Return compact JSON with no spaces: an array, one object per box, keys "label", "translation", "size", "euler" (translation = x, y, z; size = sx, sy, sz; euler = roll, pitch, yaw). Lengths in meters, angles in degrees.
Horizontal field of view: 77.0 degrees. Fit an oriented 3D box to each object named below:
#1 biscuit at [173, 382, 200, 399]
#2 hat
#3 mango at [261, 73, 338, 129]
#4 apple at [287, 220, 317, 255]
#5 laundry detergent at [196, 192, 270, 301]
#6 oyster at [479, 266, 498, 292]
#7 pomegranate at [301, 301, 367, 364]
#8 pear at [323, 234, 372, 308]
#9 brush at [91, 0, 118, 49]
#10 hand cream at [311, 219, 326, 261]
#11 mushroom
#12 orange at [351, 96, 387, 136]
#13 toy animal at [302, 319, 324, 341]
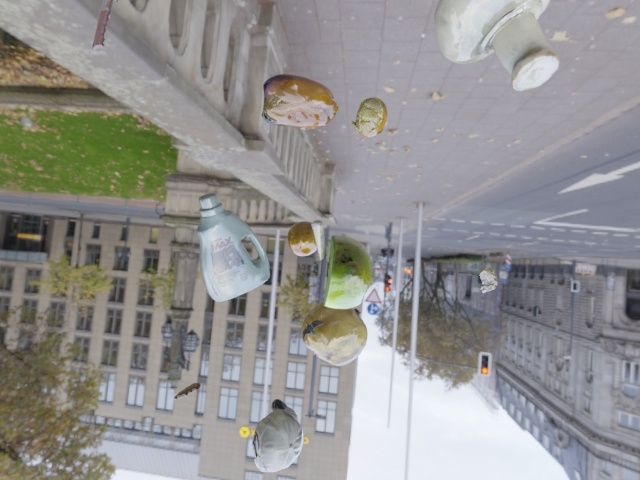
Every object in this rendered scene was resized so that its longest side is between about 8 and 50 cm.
[{"label":"biscuit","translation":[-0.542,0.614,1.659],"size":[0.119,0.019,0.130],"euler":[-24,177,1]},{"label":"hat","translation":[-0.133,0.718,1.464],"size":[0.161,0.232,0.275],"euler":[8,170,17]},{"label":"mango","translation":[-0.077,-0.515,1.500],"size":[0.287,0.153,0.201],"euler":[9,159,-9]},{"label":"apple","translation":[-0.080,-0.012,2.030],"size":[0.155,0.182,0.182],"euler":[-12,174,8]},{"label":"laundry detergent","translation":[-0.352,0.011,1.527],"size":[0.264,0.398,0.124],"euler":[-21,-156,-19]},{"label":"oyster","translation":[0.514,0.127,1.240],"size":[0.083,0.081,0.038],"euler":[24,-157,-34]},{"label":"pomegranate","translation":[0.071,0.451,2.009],"size":[0.332,0.333,0.332],"euler":[5,177,0]},{"label":"pear","translation":[0.105,0.108,1.437],"size":[0.159,0.292,0.292],"euler":[7,177,0]},{"label":"brush","translation":[-0.477,-0.552,0.905],"size":[0.084,0.301,0.071],"euler":[-10,157,30]},{"label":"hand cream","translation":[0.000,0.000,1.393],"size":[0.039,0.143,0.061],"euler":[-6,-160,19]},{"label":"mushroom","translation":[0.412,-0.551,0.964],"size":[0.315,0.356,0.315],"euler":[16,152,9]},{"label":"orange","translation":[0.197,-0.495,1.621],"size":[0.134,0.157,0.156],"euler":[14,-178,32]},{"label":"toy animal","translation":[-0.029,0.273,1.255],"size":[0.028,0.084,0.050],"euler":[45,179,-35]}]
